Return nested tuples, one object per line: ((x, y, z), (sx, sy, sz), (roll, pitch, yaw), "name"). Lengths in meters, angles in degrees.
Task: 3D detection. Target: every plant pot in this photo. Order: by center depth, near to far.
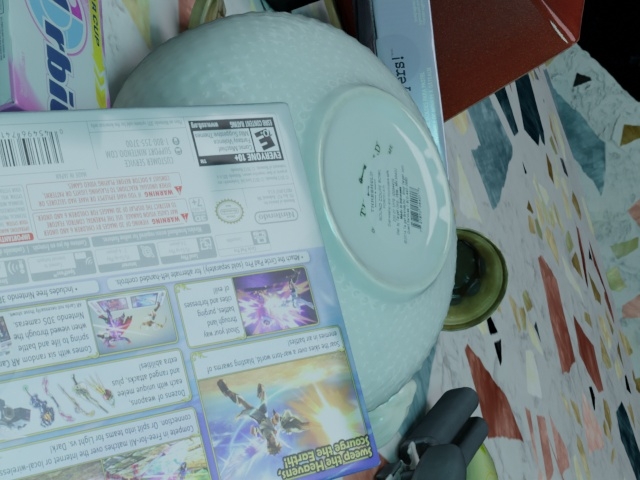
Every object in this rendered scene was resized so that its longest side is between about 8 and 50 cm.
((0.161, -0.317, 1.619), (0.236, 0.267, 0.267), (54, 25, -13), "plant pot")

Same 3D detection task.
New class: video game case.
((-0.108, 0.046, 0.740), (0.269, 0.061, 0.244), (-7, 78, -40), "video game case")

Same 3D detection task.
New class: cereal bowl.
((-0.001, -0.025, 0.974), (0.339, 0.141, 0.339), (19, 63, -44), "cereal bowl")

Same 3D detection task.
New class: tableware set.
((-0.083, -0.224, 1.082), (0.141, 0.020, 0.169), (-45, 152, -85), "tableware set")

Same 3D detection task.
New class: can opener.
((0.137, 0.230, 1.320), (0.283, 0.095, 0.076), (-35, 107, -62), "can opener")

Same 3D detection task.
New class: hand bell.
((0.146, 0.007, 1.524), (0.242, 0.126, 0.126), (-95, 162, -72), "hand bell")

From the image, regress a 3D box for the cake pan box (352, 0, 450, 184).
((0.084, -0.172, 1.380), (0.246, 0.070, 0.267), (-5, 89, -90), "cake pan box")

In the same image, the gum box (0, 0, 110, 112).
((-0.195, -0.143, 0.818), (0.107, 0.062, 0.188), (32, 46, -60), "gum box")

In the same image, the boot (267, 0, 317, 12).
((-0.097, -0.487, 1.253), (0.367, 0.146, 0.445), (14, 65, -64), "boot")

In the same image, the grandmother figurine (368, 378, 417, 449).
((0.022, 0.030, 1.200), (0.207, 0.104, 0.342), (2, 73, -39), "grandmother figurine")

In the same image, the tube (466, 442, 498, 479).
((0.184, 0.301, 1.447), (0.240, 0.062, 0.070), (-84, -170, -55), "tube")
